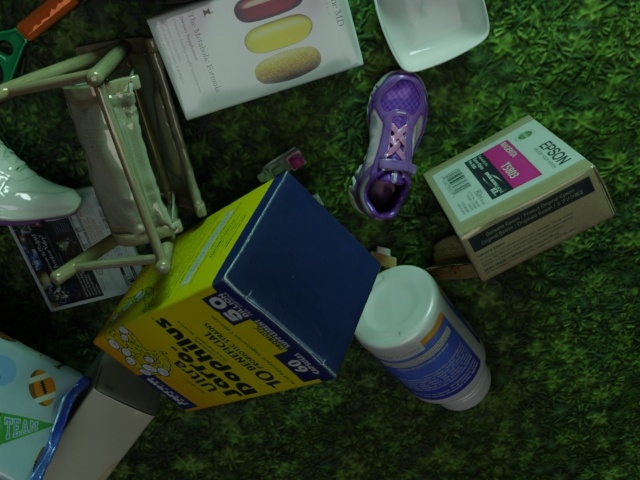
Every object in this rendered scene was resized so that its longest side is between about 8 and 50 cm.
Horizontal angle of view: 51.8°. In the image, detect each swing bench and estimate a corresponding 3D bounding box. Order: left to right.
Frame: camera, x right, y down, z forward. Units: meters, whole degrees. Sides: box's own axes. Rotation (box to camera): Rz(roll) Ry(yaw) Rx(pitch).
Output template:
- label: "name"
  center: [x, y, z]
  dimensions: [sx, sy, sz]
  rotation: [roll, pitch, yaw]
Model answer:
- label: "swing bench"
  center: [-0.263, -0.117, 0.865]
  dimensions: [0.165, 0.255, 0.253]
  rotation: [-6, 117, 14]

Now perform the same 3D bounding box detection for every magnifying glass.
- label: "magnifying glass"
  center: [-0.430, -0.274, 0.917]
  dimensions: [0.231, 0.026, 0.092]
  rotation: [-32, 113, 13]

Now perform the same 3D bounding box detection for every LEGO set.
- label: "LEGO set"
  center: [0.000, 0.000, 1.028]
  dimensions: [0.132, 0.107, 0.287]
  rotation: [-37, 112, 13]

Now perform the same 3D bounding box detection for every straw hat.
- label: "straw hat"
  center: [0.219, 0.023, 1.075]
  dimensions: [0.144, 0.144, 0.061]
  rotation: [-2, 76, -3]

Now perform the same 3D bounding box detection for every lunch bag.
- label: "lunch bag"
  center: [-0.600, 0.257, 1.033]
  dimensions: [0.327, 0.239, 0.385]
  rotation: [37, 136, -21]

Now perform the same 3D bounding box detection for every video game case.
- label: "video game case"
  center: [-0.387, 0.013, 1.056]
  dimensions: [0.173, 0.022, 0.191]
  rotation: [-14, 116, 2]

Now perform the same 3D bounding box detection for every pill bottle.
- label: "pill bottle"
  center: [0.177, 0.173, 1.081]
  dimensions: [0.152, 0.152, 0.272]
  rotation: [-33, 130, 11]

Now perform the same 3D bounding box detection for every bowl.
- label: "bowl"
  center: [0.150, -0.320, 0.916]
  dimensions: [0.142, 0.053, 0.142]
  rotation: [-23, 115, 6]

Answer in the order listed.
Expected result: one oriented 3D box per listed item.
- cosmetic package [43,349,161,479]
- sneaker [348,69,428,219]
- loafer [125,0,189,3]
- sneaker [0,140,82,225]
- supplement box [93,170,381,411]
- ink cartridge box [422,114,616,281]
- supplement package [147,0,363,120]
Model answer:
- label: "cosmetic package"
  center: [-0.398, 0.332, 1.131]
  dimensions: [0.113, 0.160, 0.309]
  rotation: [33, 110, -19]
- label: "sneaker"
  center: [0.107, -0.130, 0.976]
  dimensions: [0.095, 0.104, 0.237]
  rotation: [10, 113, -7]
- label: "loafer"
  center: [-0.120, -0.339, 0.762]
  dimensions: [0.302, 0.095, 0.109]
  rotation: [-17, 149, 3]
- label: "sneaker"
  center: [-0.486, -0.113, 0.923]
  dimensions: [0.305, 0.114, 0.152]
  rotation: [17, 99, -15]
- label: "supplement box"
  center: [-0.125, 0.090, 0.929]
  dimensions: [0.194, 0.195, 0.356]
  rotation: [44, 139, -20]
- label: "ink cartridge box"
  center: [0.268, -0.069, 0.942]
  dimensions: [0.193, 0.235, 0.088]
  rotation: [-30, 115, 9]
- label: "supplement package"
  center: [-0.081, -0.274, 0.877]
  dimensions: [0.244, 0.134, 0.139]
  rotation: [-17, 116, 4]
